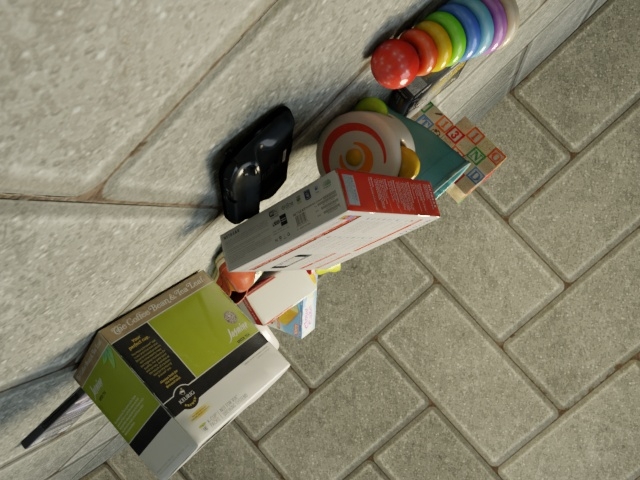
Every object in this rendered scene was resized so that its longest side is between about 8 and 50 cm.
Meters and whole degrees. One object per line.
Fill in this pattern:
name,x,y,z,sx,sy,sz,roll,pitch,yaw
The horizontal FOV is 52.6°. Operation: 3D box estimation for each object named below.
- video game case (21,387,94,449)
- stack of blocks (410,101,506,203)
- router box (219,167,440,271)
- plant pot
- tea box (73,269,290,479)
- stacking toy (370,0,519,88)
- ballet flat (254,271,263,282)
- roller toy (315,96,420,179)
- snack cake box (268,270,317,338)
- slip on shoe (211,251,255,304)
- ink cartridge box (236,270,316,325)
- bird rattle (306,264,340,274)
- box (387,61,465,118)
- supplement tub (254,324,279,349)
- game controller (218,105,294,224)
video game case,-0.648,0.439,1.739,0.274,0.026,0.196,-44,173,4
stack of blocks,0.364,-0.277,1.872,0.171,0.297,0.087,-42,171,-10
router box,0.019,-0.027,1.303,0.335,0.082,0.301,-26,162,38
plant pot,0.176,-0.184,1.570,0.271,0.255,0.271,-41,172,-7
tea box,-0.316,0.300,1.493,0.329,0.323,0.220,-33,168,-49
stacking toy,0.230,-0.379,1.237,0.330,0.141,0.141,-35,170,-27
ballet flat,-0.180,0.053,1.843,0.221,0.077,0.079,-45,156,-15
roller toy,0.096,-0.179,1.384,0.191,0.209,0.146,-40,173,27
snack cake box,-0.098,0.183,2.209,0.089,0.152,0.264,-32,131,-53
slip on shoe,-0.208,0.076,1.661,0.123,0.101,0.331,-36,170,-29
ink cartridge box,-0.162,0.156,1.978,0.197,0.114,0.273,-34,-171,-21
bird rattle,0.000,0.000,2.010,0.207,0.143,0.253,-54,160,-1
box,0.271,-0.399,1.611,0.231,0.056,0.183,-40,172,-13
supplement tub,-0.328,0.377,2.247,0.316,0.228,0.228,-37,172,-11
game controller,-0.114,-0.127,1.177,0.166,0.067,0.319,-55,177,-16
